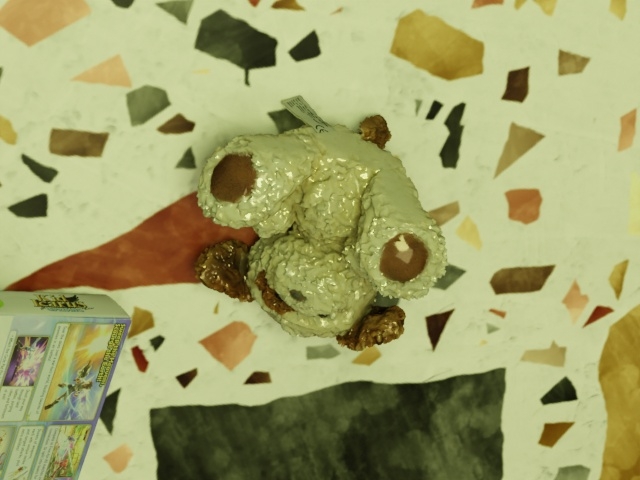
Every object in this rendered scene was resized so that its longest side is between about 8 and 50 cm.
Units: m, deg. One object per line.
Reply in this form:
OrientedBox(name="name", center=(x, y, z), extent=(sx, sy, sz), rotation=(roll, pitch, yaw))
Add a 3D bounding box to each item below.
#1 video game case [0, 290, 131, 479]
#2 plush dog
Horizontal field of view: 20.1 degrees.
OrientedBox(name="video game case", center=(-0.343, 0.180, 1.846), extent=(0.244, 0.061, 0.269), rotation=(5, 113, -41))
OrientedBox(name="plush dog", center=(0.000, 0.000, 1.873), extent=(0.262, 0.210, 0.225), rotation=(24, 122, 3))
